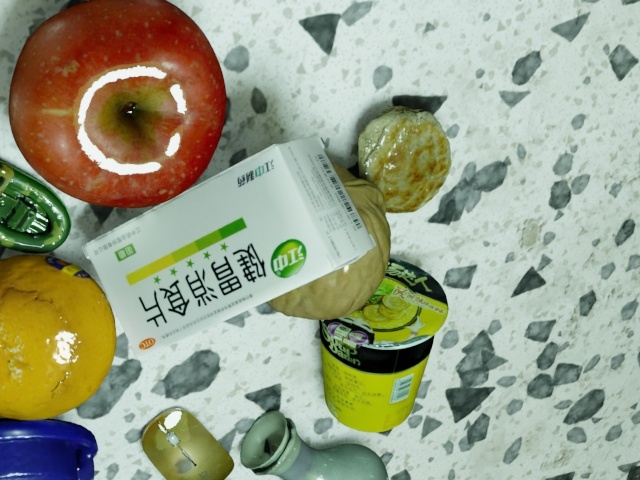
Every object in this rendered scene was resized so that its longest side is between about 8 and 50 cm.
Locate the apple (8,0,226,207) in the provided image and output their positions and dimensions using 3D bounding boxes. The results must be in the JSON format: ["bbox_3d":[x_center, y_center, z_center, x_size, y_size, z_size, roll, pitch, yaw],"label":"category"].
[{"bbox_3d":[-0.243,-0.172,1.315,0.260,0.216,0.260,-9,115,-20],"label":"apple"}]

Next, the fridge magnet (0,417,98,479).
[{"bbox_3d":[-0.441,0.311,1.508,0.265,0.112,0.265,-10,156,-4],"label":"fridge magnet"}]

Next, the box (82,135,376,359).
[{"bbox_3d":[-0.118,0.007,1.416,0.333,0.145,0.173,-25,92,22],"label":"box"}]

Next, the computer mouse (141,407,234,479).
[{"bbox_3d":[-0.210,0.348,1.759,0.102,0.045,0.199,-37,130,-9],"label":"computer mouse"}]

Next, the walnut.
[{"bbox_3d":[0.000,0.000,1.555,0.228,0.228,0.228,-14,124,-23],"label":"walnut"}]

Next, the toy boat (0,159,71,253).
[{"bbox_3d":[-0.413,-0.048,1.399,0.210,0.052,0.104,33,96,-38],"label":"toy boat"}]

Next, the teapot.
[{"bbox_3d":[-0.010,0.392,1.830,0.183,0.183,0.251,-48,119,3],"label":"teapot"}]

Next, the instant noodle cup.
[{"bbox_3d":[0.087,0.177,1.741,0.215,0.215,0.236,-15,131,-22],"label":"instant noodle cup"}]

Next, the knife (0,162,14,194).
[{"bbox_3d":[-0.476,0.037,1.389,0.061,0.027,0.343,27,114,-34],"label":"knife"}]

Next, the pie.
[{"bbox_3d":[0.118,-0.118,1.638,0.163,0.079,0.193,-43,138,-18],"label":"pie"}]

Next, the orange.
[{"bbox_3d":[-0.374,0.126,1.427,0.219,0.193,0.219,0,87,0],"label":"orange"}]
